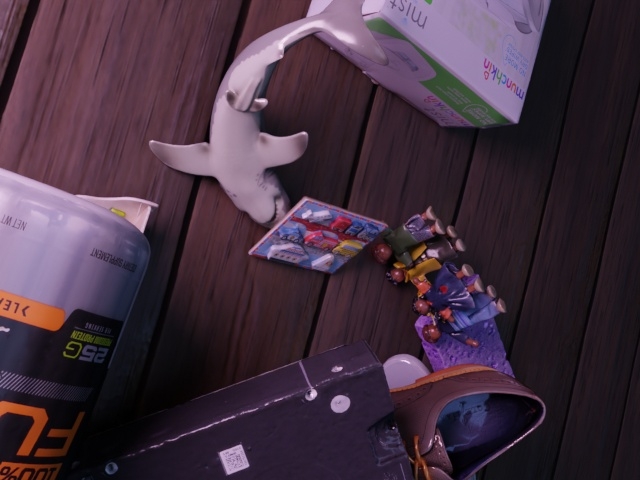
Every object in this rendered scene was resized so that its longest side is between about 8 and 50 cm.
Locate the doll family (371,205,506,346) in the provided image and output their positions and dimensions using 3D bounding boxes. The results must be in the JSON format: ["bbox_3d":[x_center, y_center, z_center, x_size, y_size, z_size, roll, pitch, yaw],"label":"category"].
[{"bbox_3d":[0.137,0.052,0.908,0.193,0.111,0.076,58,24,6],"label":"doll family"}]

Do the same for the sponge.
[{"bbox_3d":[0.207,0.162,1.036,0.117,0.031,0.210,-41,120,-30],"label":"sponge"}]

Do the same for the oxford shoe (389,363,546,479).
[{"bbox_3d":[0.070,0.223,0.807,0.364,0.133,0.129,-21,90,-15],"label":"oxford shoe"}]

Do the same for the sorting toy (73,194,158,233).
[{"bbox_3d":[-0.197,-0.005,0.665,0.075,0.045,0.083,21,82,-33],"label":"sorting toy"}]

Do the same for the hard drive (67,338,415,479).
[{"bbox_3d":[-0.081,0.253,0.684,0.339,0.064,0.236,-20,110,-8],"label":"hard drive"}]

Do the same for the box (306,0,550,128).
[{"bbox_3d":[0.137,-0.288,0.861,0.262,0.127,0.231,26,77,-41],"label":"box"}]

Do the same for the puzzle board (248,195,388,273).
[{"bbox_3d":[0.000,0.000,0.805,0.128,0.096,0.011,16,41,-43],"label":"puzzle board"}]

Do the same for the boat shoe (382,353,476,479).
[{"bbox_3d":[0.139,0.255,0.965,0.084,0.095,0.258,-46,122,-65],"label":"boat shoe"}]

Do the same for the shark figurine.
[{"bbox_3d":[-0.055,-0.145,0.711,0.166,0.278,0.116,19,40,-13],"label":"shark figurine"}]

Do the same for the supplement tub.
[{"bbox_3d":[-0.260,0.109,0.522,0.194,0.194,0.315,26,79,-40],"label":"supplement tub"}]
